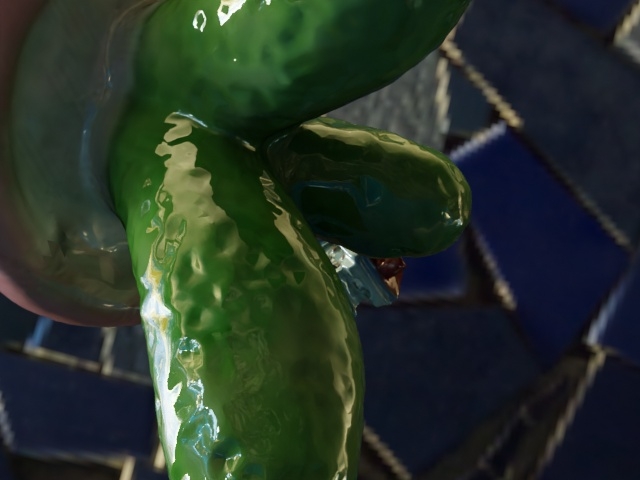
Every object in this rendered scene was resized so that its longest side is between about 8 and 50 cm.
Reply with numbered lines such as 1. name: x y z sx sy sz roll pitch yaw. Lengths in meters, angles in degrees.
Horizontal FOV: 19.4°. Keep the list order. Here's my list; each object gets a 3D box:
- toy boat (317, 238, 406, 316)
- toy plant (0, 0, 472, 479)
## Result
1. toy boat: 0.000 0.000 1.311 0.069 0.059 0.173 54 174 -35
2. toy plant: -0.081 -0.033 0.865 0.356 0.317 0.210 15 178 39
